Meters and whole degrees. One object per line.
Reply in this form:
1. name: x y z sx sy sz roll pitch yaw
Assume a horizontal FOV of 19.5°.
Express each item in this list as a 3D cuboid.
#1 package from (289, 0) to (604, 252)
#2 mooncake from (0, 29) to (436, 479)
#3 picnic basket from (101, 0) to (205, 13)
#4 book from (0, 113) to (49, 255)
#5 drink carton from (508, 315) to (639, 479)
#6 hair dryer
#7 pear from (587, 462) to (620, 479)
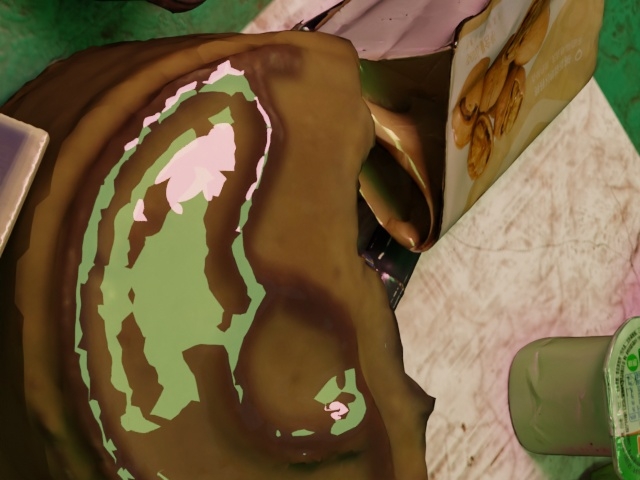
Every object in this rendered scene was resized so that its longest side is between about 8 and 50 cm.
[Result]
1. package: 0.109 -0.169 1.594 0.311 0.165 0.221 -45 146 -42
2. mooncake: -0.072 0.052 1.344 0.394 0.246 0.393 46 63 -26
3. picnic basket: -0.173 -0.316 1.367 0.297 0.129 0.222 50 56 -26
4. book: -0.358 -0.028 1.159 0.322 0.018 0.228 23 70 -6
5. drink carton: 0.254 0.137 1.668 0.146 0.142 0.144 -7 92 -40
6. hair dryer: 0.002 -0.014 1.540 0.195 0.050 0.173 42 58 -25
7. pear: 0.321 0.344 1.687 0.286 0.176 0.282 -25 104 -34
